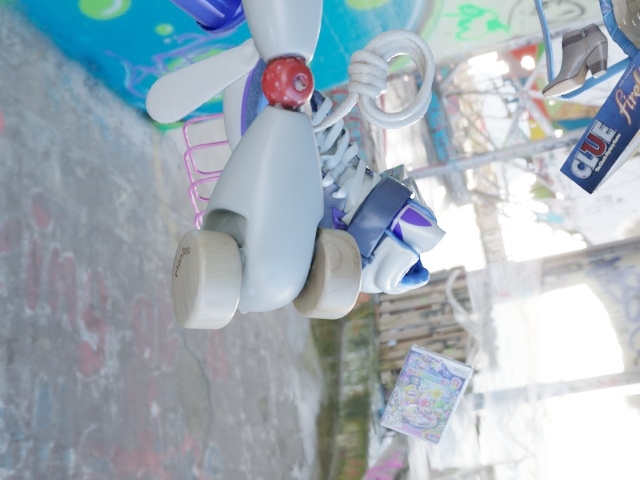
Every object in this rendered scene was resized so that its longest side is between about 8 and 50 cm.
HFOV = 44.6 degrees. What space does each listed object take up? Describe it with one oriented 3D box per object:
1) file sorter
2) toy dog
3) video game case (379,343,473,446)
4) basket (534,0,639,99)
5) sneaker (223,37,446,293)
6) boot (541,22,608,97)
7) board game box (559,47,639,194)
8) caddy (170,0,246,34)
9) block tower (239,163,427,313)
[{"bbox_3d":[-0.149,-0.078,1.470,0.202,0.182,0.290,87,-9,-61],"label":"file sorter"},{"bbox_3d":[-0.054,-0.072,0.711,0.220,0.161,0.333,28,76,-28],"label":"toy dog"},{"bbox_3d":[0.141,0.209,1.049,0.011,0.087,0.122,-64,175,-77],"label":"video game case"},{"bbox_3d":[0.503,-0.387,1.299,0.201,0.289,0.254,-115,180,-47],"label":"basket"},{"bbox_3d":[0.036,-0.072,0.888,0.130,0.236,0.322,-52,144,-36],"label":"sneaker"},{"bbox_3d":[0.400,-0.288,1.242,0.042,0.118,0.087,21,54,-57],"label":"boot"},{"bbox_3d":[0.345,-0.165,0.764,0.243,0.042,0.165,-37,159,-33],"label":"board game box"},{"bbox_3d":[-0.111,-0.433,1.024,0.179,0.241,0.341,28,52,-37],"label":"caddy"},{"bbox_3d":[0.000,0.000,1.136,0.091,0.335,0.097,60,21,-23],"label":"block tower"}]
